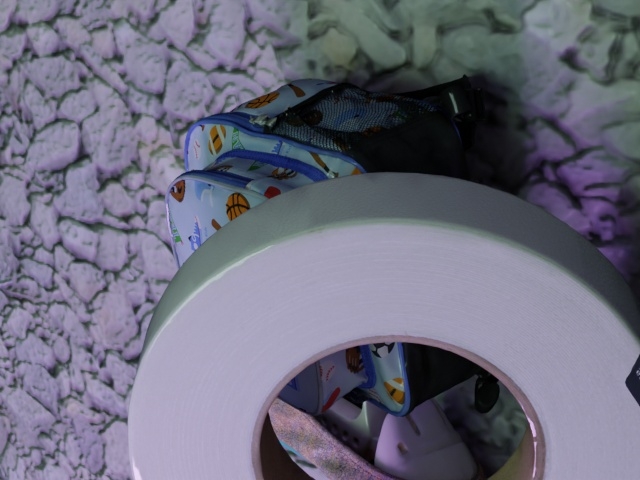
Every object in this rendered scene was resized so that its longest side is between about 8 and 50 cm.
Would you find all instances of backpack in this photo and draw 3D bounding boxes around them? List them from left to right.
[{"bbox_3d":[0.000,0.000,1.412,0.263,0.213,0.276,28,130,56],"label":"backpack"}]

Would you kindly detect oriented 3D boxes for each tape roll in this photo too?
[{"bbox_3d":[0.056,0.136,1.286,0.072,0.392,0.392,-84,0,-60],"label":"tape roll"}]

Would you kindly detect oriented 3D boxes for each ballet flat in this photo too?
[{"bbox_3d":[0.048,0.166,1.502,0.316,0.107,0.106,29,120,41],"label":"ballet flat"}]

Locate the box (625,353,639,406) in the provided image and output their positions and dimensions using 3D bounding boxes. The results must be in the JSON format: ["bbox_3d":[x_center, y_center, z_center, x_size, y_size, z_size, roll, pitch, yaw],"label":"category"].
[{"bbox_3d":[0.308,0.106,1.064,0.261,0.103,0.184,-116,33,-44],"label":"box"}]
